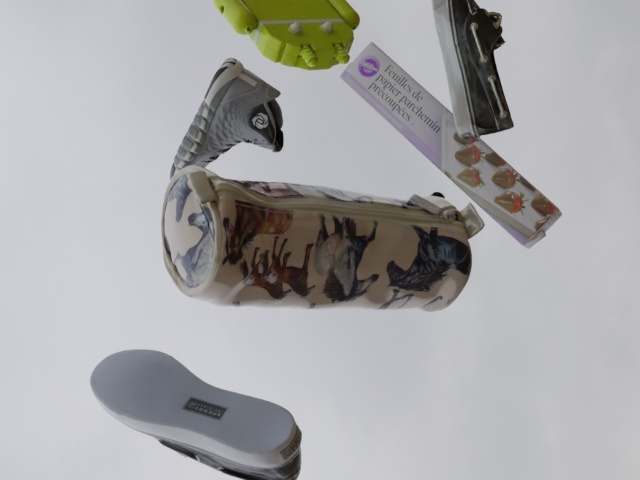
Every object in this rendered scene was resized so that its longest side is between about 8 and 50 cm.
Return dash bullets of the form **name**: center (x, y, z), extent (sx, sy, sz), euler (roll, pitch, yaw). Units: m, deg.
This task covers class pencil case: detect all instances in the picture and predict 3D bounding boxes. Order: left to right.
- **pencil case**: center (0.000, 0.000, 1.191), extent (0.411, 0.183, 0.159), euler (5, -141, -31)

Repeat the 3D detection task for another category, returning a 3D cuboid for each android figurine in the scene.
- **android figurine**: center (-0.050, -0.373, 1.569), extent (0.248, 0.056, 0.272), euler (-8, -132, -32)

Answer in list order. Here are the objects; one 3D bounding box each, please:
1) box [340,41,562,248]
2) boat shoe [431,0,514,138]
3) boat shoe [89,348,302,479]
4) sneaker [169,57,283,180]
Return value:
- **box**: center (0.161, -0.120, 1.176), extent (0.324, 0.063, 0.067), euler (45, -172, 16)
- **boat shoe**: center (0.172, -0.227, 1.054), extent (0.078, 0.070, 0.219), euler (-42, -59, -68)
- **boat shoe**: center (-0.113, 0.168, 0.866), extent (0.080, 0.229, 0.076), euler (-54, -35, -40)
- **sneaker**: center (-0.126, -0.141, 1.362), extent (0.132, 0.228, 0.086), euler (28, -143, -6)
